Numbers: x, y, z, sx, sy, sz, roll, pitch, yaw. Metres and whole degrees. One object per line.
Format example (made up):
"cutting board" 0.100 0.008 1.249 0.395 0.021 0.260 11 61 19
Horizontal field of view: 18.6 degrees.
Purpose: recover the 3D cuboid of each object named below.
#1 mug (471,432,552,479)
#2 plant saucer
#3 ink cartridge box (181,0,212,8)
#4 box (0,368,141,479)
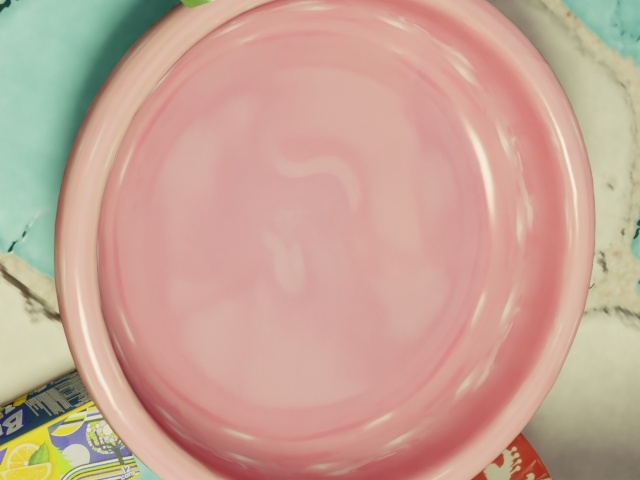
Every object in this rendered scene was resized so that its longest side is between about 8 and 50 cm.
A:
"mug" 0.052 0.189 1.221 0.169 0.150 0.113 -32 77 -20
"plant saucer" 0.000 0.000 1.133 0.332 0.084 0.332 -3 97 -23
"ink cartridge box" -0.091 -0.280 0.971 0.273 0.115 0.198 43 88 -11
"box" -0.193 0.140 1.105 0.169 0.054 0.059 -26 112 -17
